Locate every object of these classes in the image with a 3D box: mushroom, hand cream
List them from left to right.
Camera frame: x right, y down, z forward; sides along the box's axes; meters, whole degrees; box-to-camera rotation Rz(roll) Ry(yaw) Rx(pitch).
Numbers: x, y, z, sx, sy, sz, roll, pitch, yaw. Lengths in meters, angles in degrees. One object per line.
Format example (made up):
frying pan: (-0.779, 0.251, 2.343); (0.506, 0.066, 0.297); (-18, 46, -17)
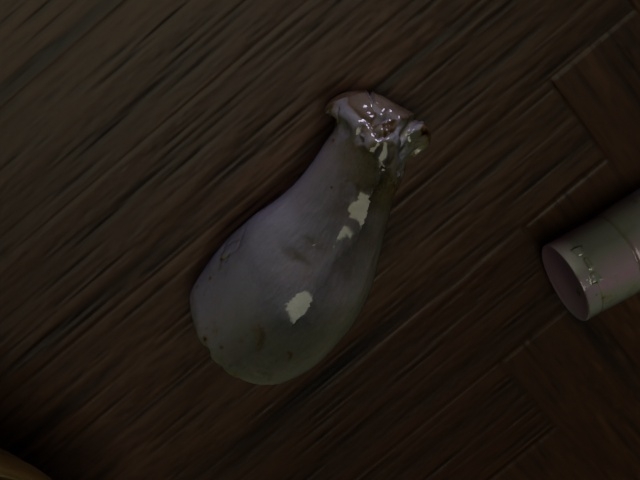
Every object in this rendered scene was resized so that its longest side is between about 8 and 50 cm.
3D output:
mushroom: (0.000, 0.000, 0.920); (0.116, 0.093, 0.225); (38, 104, 0)
hand cream: (0.323, -0.041, 0.998); (0.312, 0.070, 0.111); (-27, 111, -10)

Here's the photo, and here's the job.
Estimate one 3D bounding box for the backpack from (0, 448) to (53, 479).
backpack: (-0.325, 0.294, 0.844); (0.378, 0.201, 0.354); (10, 83, -29)
